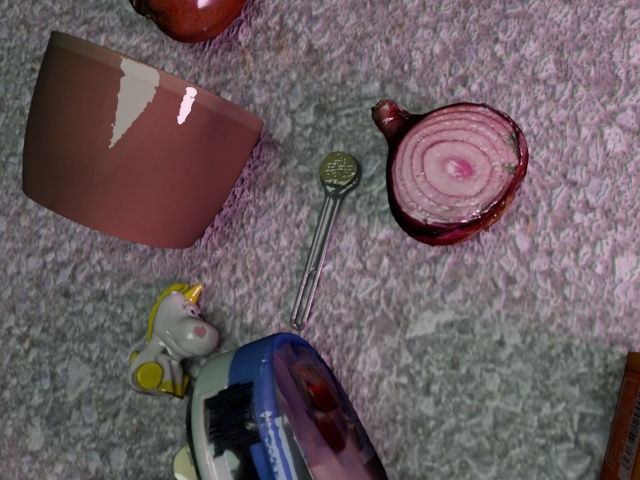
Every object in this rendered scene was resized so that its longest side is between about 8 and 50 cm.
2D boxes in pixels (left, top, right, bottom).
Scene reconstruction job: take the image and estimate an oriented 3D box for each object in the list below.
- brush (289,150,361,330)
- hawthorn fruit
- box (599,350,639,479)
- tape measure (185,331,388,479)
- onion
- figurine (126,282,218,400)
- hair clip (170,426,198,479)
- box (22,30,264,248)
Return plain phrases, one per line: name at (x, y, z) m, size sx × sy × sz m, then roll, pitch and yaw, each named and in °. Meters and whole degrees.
brush at (0.000, 0.000, 0.915) m, size 0.062 × 0.027 × 0.266 m, roll 14°, pitch 86°, yaw 18°
hawthorn fruit at (-0.181, -0.423, 0.958) m, size 0.248 × 0.208 × 0.208 m, roll -42°, pitch 72°, yaw -10°
box at (0.431, 0.283, 0.648) m, size 0.260 × 0.214 × 0.283 m, roll 14°, pitch 87°, yaw 15°
tape measure at (-0.046, 0.246, 0.769) m, size 0.138 × 0.259 × 0.262 m, roll -30°, pitch 74°, yaw 10°
onion at (0.149, -0.100, 0.829) m, size 0.218 × 0.140 × 0.195 m, roll 39°, pitch 90°, yaw 18°
figurine at (-0.216, 0.143, 0.929) m, size 0.130 × 0.109 × 0.178 m, roll 27°, pitch 86°, yaw 40°
hair clip at (-0.131, 0.337, 0.879) m, size 0.159 × 0.071 × 0.218 m, roll -13°, pitch 77°, yaw 12°
box at (-0.250, -0.125, 0.881) m, size 0.301 × 0.301 × 0.216 m, roll 24°, pitch 97°, yaw 18°
